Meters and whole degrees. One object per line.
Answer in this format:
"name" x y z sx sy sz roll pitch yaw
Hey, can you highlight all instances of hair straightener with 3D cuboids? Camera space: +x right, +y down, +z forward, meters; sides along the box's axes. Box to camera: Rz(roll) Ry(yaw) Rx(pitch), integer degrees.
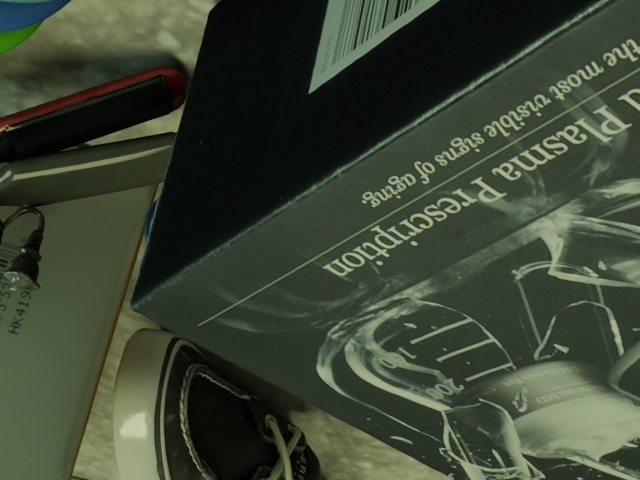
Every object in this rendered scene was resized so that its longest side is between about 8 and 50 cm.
"hair straightener" -0.167 -0.016 0.776 0.230 0.089 0.047 -15 155 -9

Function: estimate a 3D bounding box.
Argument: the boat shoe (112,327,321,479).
"boat shoe" -0.052 0.151 1.045 0.102 0.108 0.301 2 147 16

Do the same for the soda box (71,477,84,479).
"soda box" -0.135 0.247 1.241 0.216 0.069 0.074 15 146 -2

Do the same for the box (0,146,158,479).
"box" -0.227 0.110 0.943 0.168 0.215 0.345 17 146 -7

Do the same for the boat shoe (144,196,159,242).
"boat shoe" 0.000 0.000 0.858 0.183 0.066 0.066 5 162 7

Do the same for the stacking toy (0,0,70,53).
"stacking toy" -0.168 -0.127 0.676 0.141 0.141 0.330 29 148 -22

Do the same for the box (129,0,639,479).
"box" 0.152 -0.031 0.657 0.312 0.179 0.343 29 142 -25
